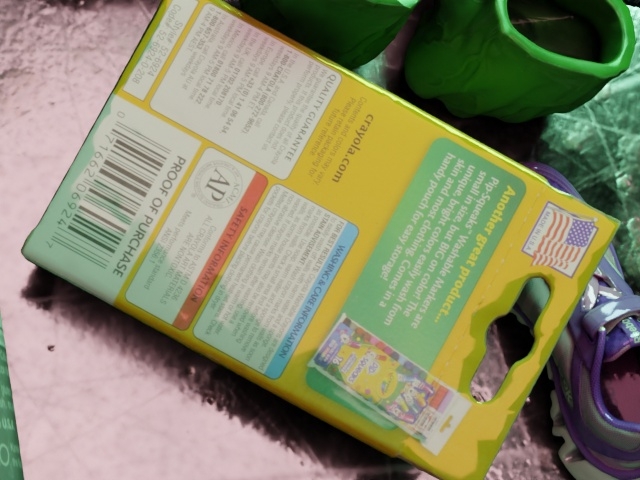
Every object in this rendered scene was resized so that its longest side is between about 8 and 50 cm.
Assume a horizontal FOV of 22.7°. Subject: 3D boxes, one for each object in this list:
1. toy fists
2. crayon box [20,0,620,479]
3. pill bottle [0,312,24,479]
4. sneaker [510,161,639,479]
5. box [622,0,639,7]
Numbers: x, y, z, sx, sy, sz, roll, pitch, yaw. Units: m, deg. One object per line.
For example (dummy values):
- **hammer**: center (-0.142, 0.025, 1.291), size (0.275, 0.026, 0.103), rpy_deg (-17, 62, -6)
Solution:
- **toy fists**: center (0.068, -0.155, 1.072), size (0.279, 0.142, 0.096), rpy_deg (16, 70, -18)
- **crayon box**: center (0.000, 0.000, 1.034), size (0.323, 0.083, 0.203), rpy_deg (29, 87, 1)
- **pill bottle**: center (-0.286, 0.067, 0.930), size (0.204, 0.204, 0.361), rpy_deg (-9, 78, -13)
- **sneaker**: center (0.184, 0.050, 1.077), size (0.095, 0.104, 0.236), rpy_deg (-19, 80, -13)
- **box**: center (0.120, -0.279, 1.112), size (0.290, 0.087, 0.169), rpy_deg (9, 76, -15)
